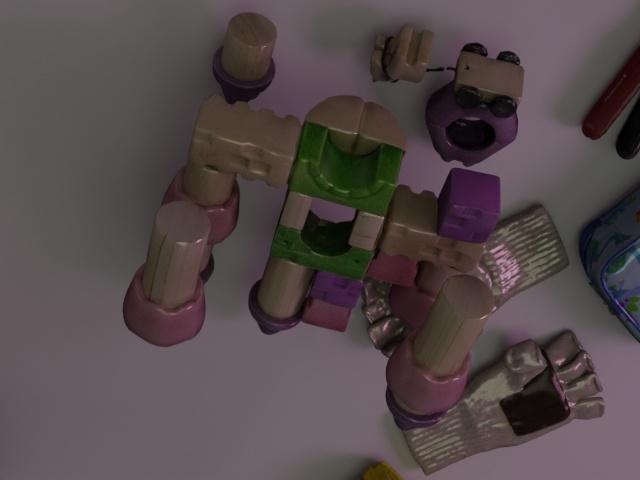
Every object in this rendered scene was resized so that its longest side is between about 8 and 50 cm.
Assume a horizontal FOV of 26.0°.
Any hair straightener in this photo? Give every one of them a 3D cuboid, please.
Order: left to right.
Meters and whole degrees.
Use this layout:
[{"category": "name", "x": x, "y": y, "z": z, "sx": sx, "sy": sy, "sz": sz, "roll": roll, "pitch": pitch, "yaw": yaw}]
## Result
[{"category": "hair straightener", "x": 0.335, "y": -0.171, "z": 1.253, "sx": 0.089, "sy": 0.047, "sz": 0.230, "roll": 30, "pitch": 98, "yaw": -20}]

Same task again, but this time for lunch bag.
[{"category": "lunch bag", "x": 0.366, "y": 0.010, "z": 1.297, "sx": 0.219, "sy": 0.090, "sz": 0.176, "roll": -41, "pitch": 111, "yaw": 7}]

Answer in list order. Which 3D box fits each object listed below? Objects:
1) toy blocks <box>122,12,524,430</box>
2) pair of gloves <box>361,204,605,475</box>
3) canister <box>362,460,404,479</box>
[{"category": "toy blocks", "x": 0.000, "y": 0.000, "z": 1.186, "sx": 0.288, "sy": 0.309, "sz": 0.260, "roll": 15, "pitch": 141, "yaw": -3}, {"category": "pair of gloves", "x": 0.156, "y": 0.101, "z": 1.320, "sx": 0.204, "sy": 0.042, "sz": 0.240, "roll": -19, "pitch": 112, "yaw": -3}, {"category": "canister", "x": 0.033, "y": 0.314, "z": 1.362, "sx": 0.170, "sy": 0.073, "sz": 0.126, "roll": -38, "pitch": 114, "yaw": 7}]
